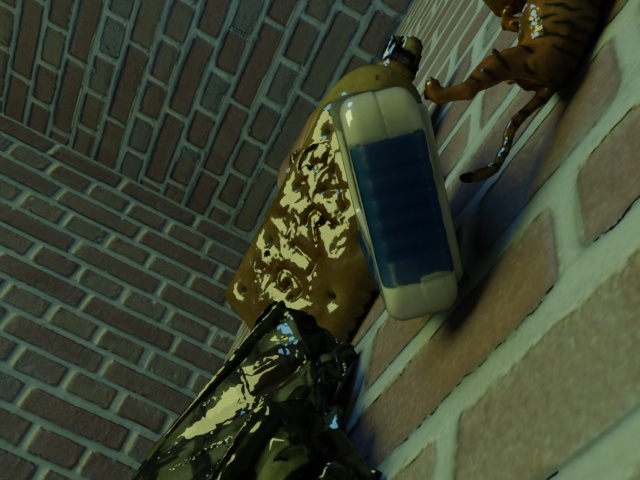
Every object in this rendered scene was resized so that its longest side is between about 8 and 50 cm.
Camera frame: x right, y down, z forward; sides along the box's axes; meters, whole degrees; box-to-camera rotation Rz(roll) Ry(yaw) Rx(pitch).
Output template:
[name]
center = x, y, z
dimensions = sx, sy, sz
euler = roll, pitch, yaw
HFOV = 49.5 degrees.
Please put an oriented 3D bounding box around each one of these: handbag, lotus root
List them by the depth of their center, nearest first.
[handbag]
center = -0.088, 0.251, 0.665
dimensions = 0.327, 0.162, 0.325
euler = -54, 11, 8
[lotus root]
center = 0.074, -0.171, 1.032
dimensions = 0.310, 0.182, 0.183
euler = -64, 6, -20

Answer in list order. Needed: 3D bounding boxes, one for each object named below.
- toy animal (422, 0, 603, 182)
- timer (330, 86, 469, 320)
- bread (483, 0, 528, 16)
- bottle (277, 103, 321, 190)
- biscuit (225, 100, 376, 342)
[toy animal]
center = 0.172, -0.150, 0.556
dimensions = 0.114, 0.116, 0.255
euler = 35, -108, -53
[timer]
center = 0.065, -0.047, 0.616
dimensions = 0.253, 0.078, 0.178
euler = -94, -9, -77
[bread]
center = 0.230, -0.297, 0.803
dimensions = 0.085, 0.053, 0.085
euler = -49, 7, 9
[bottle]
center = 0.053, -0.188, 1.348
dimensions = 0.206, 0.173, 0.297
euler = -25, -21, -37
[biscuit]
center = 0.000, 0.000, 0.889
dimensions = 0.217, 0.044, 0.325
euler = 42, 110, 37
